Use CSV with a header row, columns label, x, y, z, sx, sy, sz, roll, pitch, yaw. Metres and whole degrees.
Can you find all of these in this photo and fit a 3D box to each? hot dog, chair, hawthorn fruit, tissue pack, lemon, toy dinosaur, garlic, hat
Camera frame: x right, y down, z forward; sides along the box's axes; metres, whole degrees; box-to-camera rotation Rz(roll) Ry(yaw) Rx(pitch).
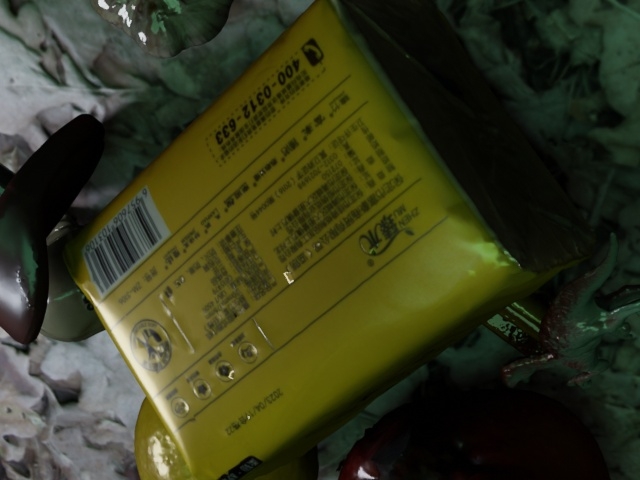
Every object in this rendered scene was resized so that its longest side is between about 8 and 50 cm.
label,x,y,z,sx,sy,sz,roll,pitch,yaw
hot dog,0.169,0.050,1.200,0.188,0.055,0.072,38,154,2
chair,-0.379,-0.098,1.202,0.401,0.226,0.226,37,122,-3
hawthorn fruit,0.164,0.294,1.210,0.311,0.295,0.295,40,121,-7
tissue pack,0.000,0.000,1.101,0.382,0.228,0.293,-40,76,31
lemon,-0.101,0.223,1.303,0.188,0.188,0.257,-14,117,24
toy dinosaur,0.225,0.066,1.078,0.167,0.053,0.242,-13,151,11
garlic,-0.142,-0.250,1.117,0.147,0.102,0.159,-22,98,11
hat,-0.238,0.045,1.295,0.175,0.085,0.147,-4,114,42
